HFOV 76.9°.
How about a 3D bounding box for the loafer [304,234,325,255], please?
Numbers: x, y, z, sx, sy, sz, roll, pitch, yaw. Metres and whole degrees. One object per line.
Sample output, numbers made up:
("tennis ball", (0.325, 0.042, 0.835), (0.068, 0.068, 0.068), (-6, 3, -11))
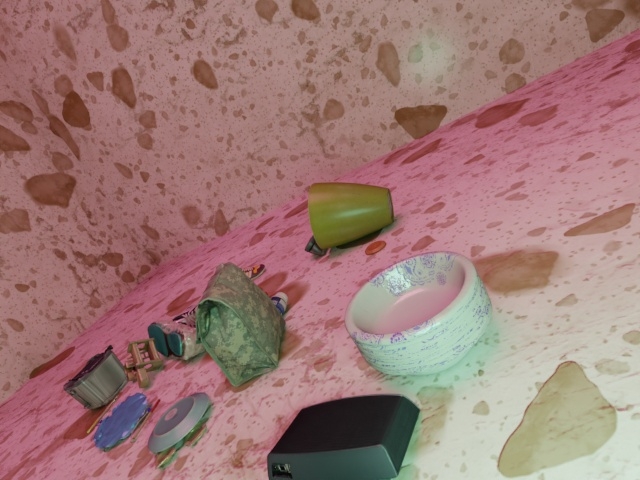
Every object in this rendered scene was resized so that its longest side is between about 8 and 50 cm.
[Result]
("loafer", (0.000, 0.000, 1.782), (0.096, 0.084, 0.267), (-58, 1, 26))

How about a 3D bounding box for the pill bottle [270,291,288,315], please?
("pill bottle", (-0.153, 0.229, 1.369), (0.067, 0.067, 0.120), (-23, 19, 25))

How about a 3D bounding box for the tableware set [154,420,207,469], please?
("tableware set", (-0.367, 0.503, 1.032), (0.141, 0.020, 0.168), (-39, 19, -25))

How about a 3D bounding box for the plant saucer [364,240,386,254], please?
("plant saucer", (0.196, 0.024, 1.453), (0.083, 0.013, 0.083), (-29, 16, 9))

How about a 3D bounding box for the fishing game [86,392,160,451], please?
("fishing game", (-0.613, 0.563, 1.253), (0.264, 0.041, 0.189), (-14, 31, 31))

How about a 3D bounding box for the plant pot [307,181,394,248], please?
("plant pot", (0.135, -0.116, 1.600), (0.293, 0.275, 0.275), (-7, 24, 19))

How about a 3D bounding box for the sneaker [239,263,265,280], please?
("sneaker", (-0.348, 0.152, 1.887), (0.185, 0.084, 0.069), (-37, 18, -18))

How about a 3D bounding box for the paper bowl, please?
("paper bowl", (0.203, 0.158, 0.827), (0.284, 0.148, 0.284), (-27, 17, 9))

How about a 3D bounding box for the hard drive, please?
("hard drive", (0.034, 0.341, 0.705), (0.254, 0.054, 0.172), (-22, 5, 31))

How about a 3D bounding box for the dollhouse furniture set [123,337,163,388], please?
("dollhouse furniture set", (-0.658, 0.495, 1.521), (0.101, 0.161, 0.182), (-2, 40, -40))

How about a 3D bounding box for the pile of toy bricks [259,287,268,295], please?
("pile of toy bricks", (-0.319, 0.230, 1.580), (0.212, 0.105, 0.118), (-32, 17, -3))

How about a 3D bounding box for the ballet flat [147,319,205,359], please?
("ballet flat", (-0.539, 0.379, 1.550), (0.408, 0.147, 0.147), (-4, 31, 51))

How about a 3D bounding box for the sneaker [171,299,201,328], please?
("sneaker", (-0.541, 0.332, 1.691), (0.234, 0.094, 0.153), (-14, 25, 45))

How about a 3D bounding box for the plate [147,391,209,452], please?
("plate", (-0.382, 0.472, 1.072), (0.188, 0.024, 0.188), (-29, 17, 10))

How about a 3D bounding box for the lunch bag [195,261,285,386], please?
("lunch bag", (-0.243, 0.223, 1.161), (0.168, 0.287, 0.235), (-27, 18, 11))

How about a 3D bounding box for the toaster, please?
("toaster", (-0.840, 0.529, 1.542), (0.129, 0.147, 0.227), (-23, 19, 22))
